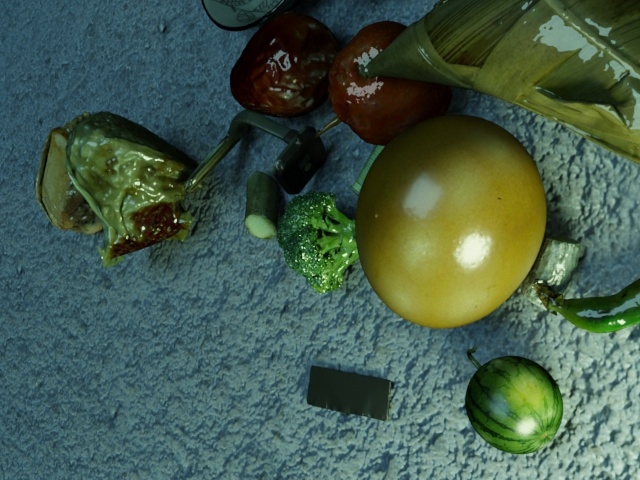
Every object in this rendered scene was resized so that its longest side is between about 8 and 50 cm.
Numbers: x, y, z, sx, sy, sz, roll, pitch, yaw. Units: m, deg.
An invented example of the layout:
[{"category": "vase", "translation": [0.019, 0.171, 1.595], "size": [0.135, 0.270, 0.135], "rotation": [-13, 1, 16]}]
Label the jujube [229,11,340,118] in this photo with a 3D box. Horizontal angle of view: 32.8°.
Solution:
[{"category": "jujube", "translation": [-0.072, -0.319, 2.043], "size": [0.255, 0.190, 0.189], "rotation": [-15, 73, 60]}]

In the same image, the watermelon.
[{"category": "watermelon", "translation": [0.280, 0.232, 1.630], "size": [0.140, 0.141, 0.187], "rotation": [-57, 42, 21]}]

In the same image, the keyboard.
[{"category": "keyboard", "translation": [0.050, 0.270, 1.929], "size": [0.197, 0.015, 0.074], "rotation": [3, 82, 44]}]

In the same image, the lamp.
[{"category": "lamp", "translation": [-0.140, -0.151, 2.056], "size": [0.283, 0.124, 0.203], "rotation": [23, 71, 43]}]

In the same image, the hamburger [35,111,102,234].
[{"category": "hamburger", "translation": [-0.560, -0.156, 2.497], "size": [0.243, 0.146, 0.285], "rotation": [-7, 85, 50]}]

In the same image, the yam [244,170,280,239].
[{"category": "yam", "translation": [-0.110, -0.067, 2.093], "size": [0.070, 0.070, 0.146], "rotation": [-40, 32, 32]}]

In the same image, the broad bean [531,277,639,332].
[{"category": "broad bean", "translation": [0.447, 0.038, 1.542], "size": [0.292, 0.049, 0.144], "rotation": [-41, 74, 23]}]

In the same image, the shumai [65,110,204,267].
[{"category": "shumai", "translation": [-0.409, -0.084, 2.209], "size": [0.292, 0.330, 0.288], "rotation": [36, 99, 26]}]

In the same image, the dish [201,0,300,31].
[{"category": "dish", "translation": [-0.098, -0.547, 2.136], "size": [0.317, 0.106, 0.316], "rotation": [-11, 73, 41]}]

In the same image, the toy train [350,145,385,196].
[{"category": "toy train", "translation": [0.111, -0.131, 1.915], "size": [0.071, 0.038, 0.147], "rotation": [46, 114, 37]}]

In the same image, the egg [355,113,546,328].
[{"category": "egg", "translation": [0.194, -0.025, 1.641], "size": [0.282, 0.283, 0.351], "rotation": [44, 143, 39]}]

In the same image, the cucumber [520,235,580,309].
[{"category": "cucumber", "translation": [0.351, 0.046, 1.639], "size": [0.064, 0.064, 0.111], "rotation": [37, 110, 41]}]

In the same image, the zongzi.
[{"category": "zongzi", "translation": [0.335, -0.179, 1.543], "size": [0.467, 0.218, 0.499], "rotation": [-33, 60, 25]}]

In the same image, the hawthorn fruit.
[{"category": "hawthorn fruit", "translation": [0.086, -0.242, 1.823], "size": [0.243, 0.207, 0.207], "rotation": [-36, 58, 11]}]

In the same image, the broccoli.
[{"category": "broccoli", "translation": [0.000, 0.000, 1.920], "size": [0.156, 0.195, 0.195], "rotation": [9, 90, 7]}]
